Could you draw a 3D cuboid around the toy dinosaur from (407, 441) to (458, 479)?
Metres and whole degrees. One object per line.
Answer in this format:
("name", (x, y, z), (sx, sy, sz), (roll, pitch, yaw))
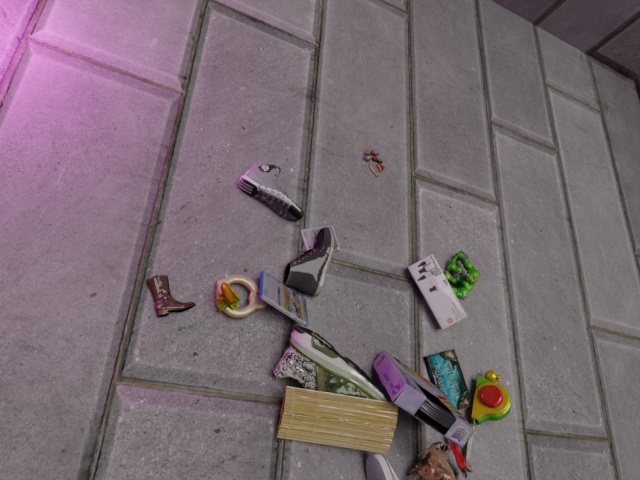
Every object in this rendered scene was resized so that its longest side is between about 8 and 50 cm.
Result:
("toy dinosaur", (0.324, 0.729, 1.329), (0.200, 0.127, 0.296), (25, 64, -17))

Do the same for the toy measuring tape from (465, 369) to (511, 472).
("toy measuring tape", (0.540, 0.571, 1.510), (0.121, 0.121, 0.330), (30, 57, -14))

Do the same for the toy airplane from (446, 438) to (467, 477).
("toy airplane", (0.409, 0.636, 1.421), (0.028, 0.151, 0.151), (-23, 79, 5))

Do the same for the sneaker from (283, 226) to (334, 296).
("sneaker", (-0.034, 0.048, 1.444), (0.118, 0.083, 0.222), (20, 69, -19))

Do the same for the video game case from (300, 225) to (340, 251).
("video game case", (0.000, 0.000, 1.537), (0.121, 0.011, 0.087), (-8, 73, -30))

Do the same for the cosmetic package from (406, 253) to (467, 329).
("cosmetic package", (0.394, 0.174, 1.618), (0.098, 0.060, 0.239), (-29, 82, 4))

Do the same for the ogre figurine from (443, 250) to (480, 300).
("ogre figurine", (0.500, 0.132, 1.702), (0.118, 0.097, 0.197), (35, 39, 11))

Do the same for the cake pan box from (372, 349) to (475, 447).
("cake pan box", (0.284, 0.445, 1.356), (0.245, 0.267, 0.070), (34, 93, -9))

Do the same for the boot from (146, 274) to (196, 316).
("boot", (-0.394, 0.136, 1.256), (0.106, 0.037, 0.114), (-10, 69, -33))

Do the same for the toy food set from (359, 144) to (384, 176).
("toy food set", (0.201, -0.301, 1.770), (0.077, 0.019, 0.122), (-32, 86, -34))

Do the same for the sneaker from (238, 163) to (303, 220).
("sneaker", (-0.133, -0.169, 1.497), (0.228, 0.086, 0.132), (33, 55, -11))

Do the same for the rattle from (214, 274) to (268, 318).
("rattle", (-0.183, 0.137, 1.308), (0.199, 0.143, 0.130), (6, 47, -19))

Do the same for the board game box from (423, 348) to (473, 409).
("board game box", (0.417, 0.458, 1.551), (0.126, 0.026, 0.186), (-6, 72, -29))

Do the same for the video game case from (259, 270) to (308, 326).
("video game case", (-0.104, 0.165, 1.351), (0.166, 0.015, 0.119), (37, 20, -23))

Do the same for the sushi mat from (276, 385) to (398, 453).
("sushi mat", (0.048, 0.478, 1.263), (0.316, 0.019, 0.152), (12, 97, -8))

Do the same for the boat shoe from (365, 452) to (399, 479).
("boat shoe", (0.208, 0.702, 1.295), (0.088, 0.096, 0.268), (-15, 78, -36))

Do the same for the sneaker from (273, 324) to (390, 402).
("sneaker", (0.035, 0.417, 1.330), (0.410, 0.158, 0.182), (41, 87, -9))
